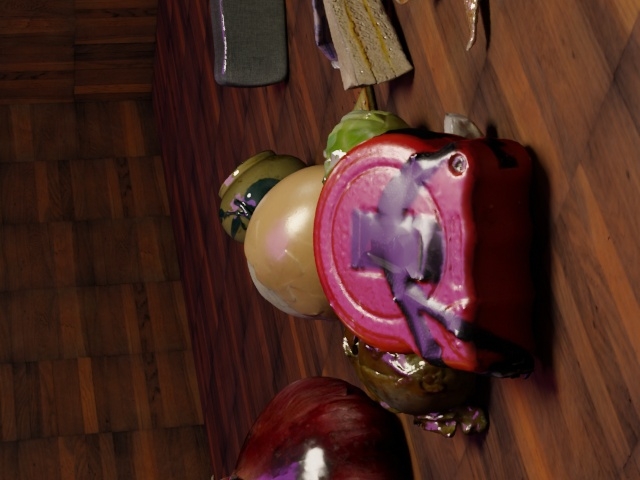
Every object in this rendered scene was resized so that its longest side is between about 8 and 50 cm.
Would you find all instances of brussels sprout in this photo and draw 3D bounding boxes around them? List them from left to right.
[{"bbox_3d":[0.080,-0.087,1.775,0.151,0.122,0.149,1,-88,-68],"label":"brussels sprout"}]

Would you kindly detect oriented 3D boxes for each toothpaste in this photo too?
[{"bbox_3d":[0.008,-0.330,1.985,0.301,0.048,0.075,68,-139,-59],"label":"toothpaste"}]

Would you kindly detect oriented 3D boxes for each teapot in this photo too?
[{"bbox_3d":[-0.065,-0.041,2.374,0.182,0.173,0.269,50,-178,15],"label":"teapot"}]

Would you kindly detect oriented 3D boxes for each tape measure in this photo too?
[{"bbox_3d":[0.106,0.010,1.489,0.260,0.114,0.253,4,97,43],"label":"tape measure"}]

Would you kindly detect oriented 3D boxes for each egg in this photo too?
[{"bbox_3d":[0.000,0.000,1.965,0.244,0.201,0.201,117,149,-44],"label":"egg"}]

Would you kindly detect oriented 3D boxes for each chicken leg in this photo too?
[{"bbox_3d":[0.084,0.109,1.752,0.361,0.140,0.212,-147,46,-70],"label":"chicken leg"}]

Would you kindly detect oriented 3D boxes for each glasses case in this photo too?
[{"bbox_3d":[-0.131,-0.434,2.567,0.074,0.131,0.323,174,93,-68],"label":"glasses case"}]

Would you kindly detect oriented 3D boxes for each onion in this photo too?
[{"bbox_3d":[-0.030,0.364,2.012,0.347,0.285,0.348,-179,90,-67],"label":"onion"}]

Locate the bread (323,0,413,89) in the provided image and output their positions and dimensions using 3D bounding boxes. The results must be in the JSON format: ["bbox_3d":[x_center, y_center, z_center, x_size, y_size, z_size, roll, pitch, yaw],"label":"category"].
[{"bbox_3d":[0.057,-0.272,1.862,0.105,0.077,0.152,170,85,-81],"label":"bread"}]

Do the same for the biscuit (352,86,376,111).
[{"bbox_3d":[0.055,-0.119,2.091,0.231,0.016,0.139,112,152,-61],"label":"biscuit"}]

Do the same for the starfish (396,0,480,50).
[{"bbox_3d":[0.138,-0.346,1.610,0.231,0.048,0.295,161,104,-66],"label":"starfish"}]

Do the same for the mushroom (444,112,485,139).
[{"bbox_3d":[0.153,-0.034,1.568,0.084,0.071,0.209,-111,23,-74],"label":"mushroom"}]
